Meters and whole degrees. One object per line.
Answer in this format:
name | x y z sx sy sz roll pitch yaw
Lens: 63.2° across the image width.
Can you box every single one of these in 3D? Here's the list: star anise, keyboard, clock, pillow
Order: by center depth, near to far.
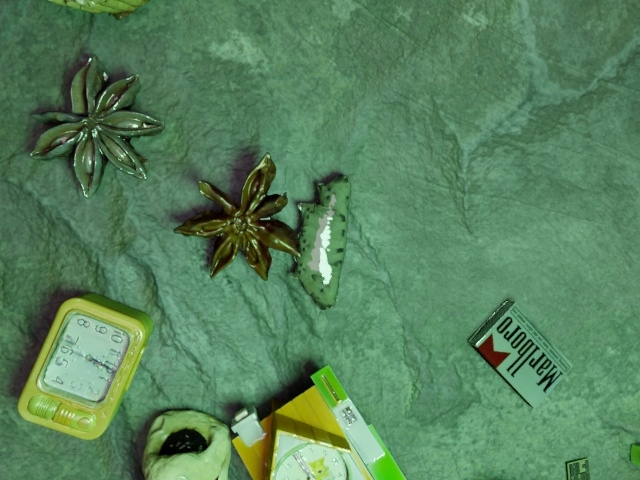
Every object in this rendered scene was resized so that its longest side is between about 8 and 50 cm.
clock | -0.370 0.197 0.832 0.144 0.096 0.202 23 87 -6
star anise | -0.346 -0.171 0.835 0.197 0.073 0.212 44 88 -4
star anise | -0.122 -0.026 0.857 0.212 0.111 0.196 -41 92 2
clock | -0.004 0.382 0.857 0.235 0.166 0.309 -33 95 -7
pillow | -0.001 0.001 0.905 0.093 0.051 0.240 6 93 -9
keyboard | 0.509 0.493 1.017 0.049 0.015 0.129 -6 92 -9

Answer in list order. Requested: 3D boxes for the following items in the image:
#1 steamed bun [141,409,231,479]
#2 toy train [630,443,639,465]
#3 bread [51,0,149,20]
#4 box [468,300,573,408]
steamed bun | -0.216 0.374 0.829 0.141 0.155 0.172 3 90 -8
toy train | 0.672 0.426 1.008 0.122 0.081 0.050 6 82 -10
bread | -0.347 -0.478 0.778 0.275 0.149 0.273 0 98 3
box | 0.377 0.214 0.978 0.115 0.036 0.177 -44 98 -5
